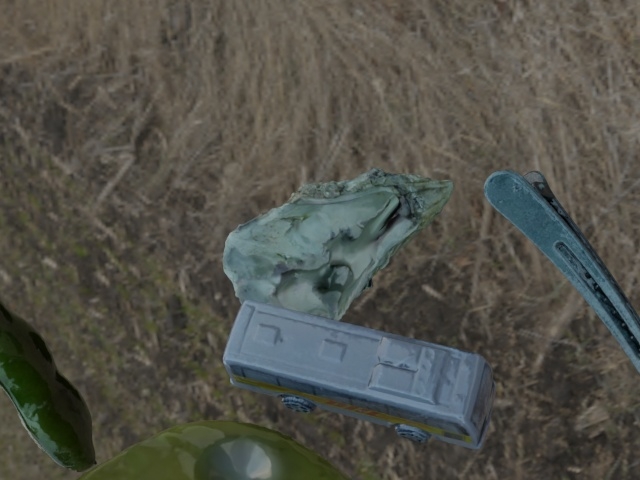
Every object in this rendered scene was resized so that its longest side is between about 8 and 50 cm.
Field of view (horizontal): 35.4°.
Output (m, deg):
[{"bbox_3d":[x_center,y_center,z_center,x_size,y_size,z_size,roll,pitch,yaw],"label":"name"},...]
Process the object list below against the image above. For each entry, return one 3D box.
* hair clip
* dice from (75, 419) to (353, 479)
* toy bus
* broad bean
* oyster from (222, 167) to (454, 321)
[{"bbox_3d":[0.265,0.039,0.977,0.048,0.083,0.275,-46,67,25],"label":"hair clip"},{"bbox_3d":[-0.077,0.285,0.700,0.233,0.238,0.227,33,128,28],"label":"dice"},{"bbox_3d":[0.027,0.092,0.713,0.190,0.064,0.075,12,154,15],"label":"toy bus"},{"bbox_3d":[-0.244,0.102,0.809,0.046,0.065,0.255,-9,130,24],"label":"broad bean"},{"bbox_3d":[-0.002,0.000,1.054,0.199,0.087,0.252,38,117,25],"label":"oyster"}]
